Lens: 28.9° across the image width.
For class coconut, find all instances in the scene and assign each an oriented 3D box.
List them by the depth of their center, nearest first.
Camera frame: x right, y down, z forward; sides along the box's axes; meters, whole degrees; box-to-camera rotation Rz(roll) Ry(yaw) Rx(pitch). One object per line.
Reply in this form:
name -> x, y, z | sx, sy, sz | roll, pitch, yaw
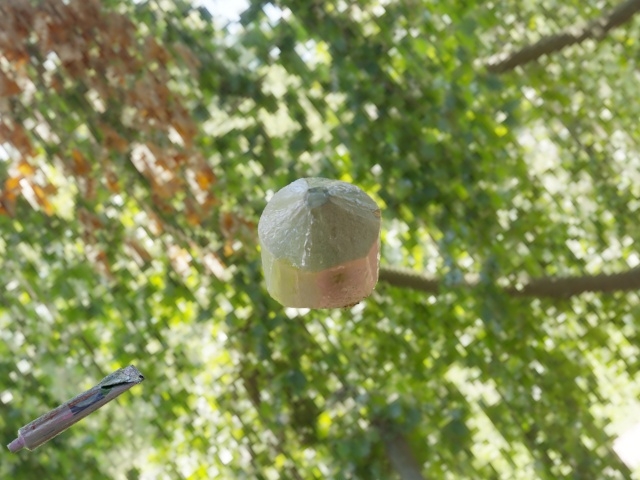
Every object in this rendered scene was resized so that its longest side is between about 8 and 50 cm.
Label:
coconut -> 0.000, 0.000, 1.433 | 0.147, 0.147, 0.152 | -32, -32, -24

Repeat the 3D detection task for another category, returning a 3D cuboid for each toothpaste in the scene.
toothpaste -> -0.280, 0.194, 1.422 | 0.170, 0.028, 0.045 | -31, 25, -16
